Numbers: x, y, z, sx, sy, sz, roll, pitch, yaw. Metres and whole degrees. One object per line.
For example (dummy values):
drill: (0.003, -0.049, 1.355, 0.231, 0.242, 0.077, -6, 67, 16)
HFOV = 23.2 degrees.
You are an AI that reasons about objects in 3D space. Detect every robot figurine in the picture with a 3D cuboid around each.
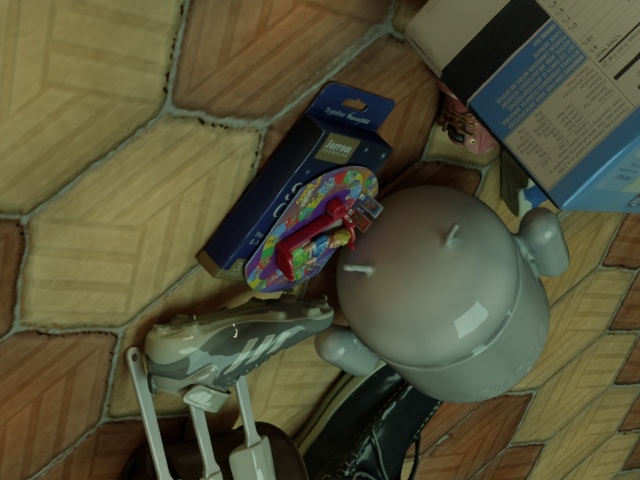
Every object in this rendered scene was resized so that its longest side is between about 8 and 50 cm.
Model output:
robot figurine: (0.139, 0.061, 1.726, 0.300, 0.199, 0.353, -33, 153, 7)

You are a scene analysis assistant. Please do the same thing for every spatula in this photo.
spatula: (-0.124, 0.201, 1.642, 0.168, 0.019, 0.242, -23, 110, -35)

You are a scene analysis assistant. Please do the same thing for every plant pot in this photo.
plant pot: (-0.128, 0.291, 1.758, 0.165, 0.167, 0.167, 3, 128, -45)

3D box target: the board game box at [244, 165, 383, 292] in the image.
board game box: (0.000, 0.000, 1.559, 0.133, 0.033, 0.168, 3, 128, -55)

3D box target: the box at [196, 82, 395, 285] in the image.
box: (-0.013, -0.051, 1.547, 0.225, 0.036, 0.136, -54, 151, 17)

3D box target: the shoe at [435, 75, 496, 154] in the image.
shoe: (0.156, -0.135, 1.620, 0.081, 0.063, 0.178, -57, 154, 15)

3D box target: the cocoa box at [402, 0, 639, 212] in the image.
cocoa box: (0.283, -0.178, 1.477, 0.231, 0.228, 0.347, -45, 163, 19)

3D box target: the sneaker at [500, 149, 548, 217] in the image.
sneaker: (0.261, -0.088, 1.832, 0.085, 0.058, 0.152, -31, 155, -11)

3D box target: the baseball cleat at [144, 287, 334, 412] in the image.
baseball cleat: (-0.083, 0.115, 1.603, 0.206, 0.072, 0.109, -7, 109, -21)

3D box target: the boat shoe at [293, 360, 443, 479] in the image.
boat shoe: (0.045, 0.297, 1.991, 0.500, 0.156, 0.187, -48, 151, 6)
